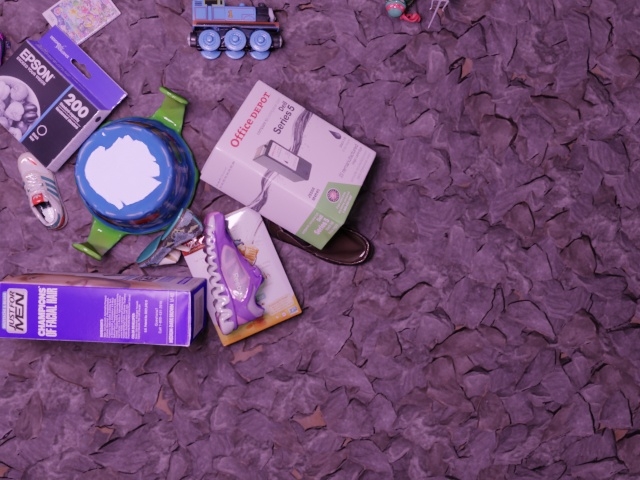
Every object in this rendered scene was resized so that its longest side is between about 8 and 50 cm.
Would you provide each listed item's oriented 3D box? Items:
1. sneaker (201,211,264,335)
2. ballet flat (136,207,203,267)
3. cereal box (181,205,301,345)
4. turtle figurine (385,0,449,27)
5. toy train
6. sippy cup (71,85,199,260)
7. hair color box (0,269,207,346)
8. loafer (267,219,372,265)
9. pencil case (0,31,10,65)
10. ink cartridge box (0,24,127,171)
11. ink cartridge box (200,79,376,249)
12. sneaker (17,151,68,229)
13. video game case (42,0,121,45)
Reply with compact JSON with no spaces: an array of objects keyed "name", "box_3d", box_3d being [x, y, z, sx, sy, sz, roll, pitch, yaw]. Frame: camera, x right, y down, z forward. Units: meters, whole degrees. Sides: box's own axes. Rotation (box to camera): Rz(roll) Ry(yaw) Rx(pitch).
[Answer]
[{"name":"sneaker","box_3d":[-0.163,0.057,1.473,0.104,0.095,0.236,-12,99,-11]},{"name":"ballet flat","box_3d":[-0.285,0.011,1.476,0.070,0.070,0.188,46,131,-7]},{"name":"cereal box","box_3d":[-0.162,0.066,1.538,0.173,0.047,0.240,-24,95,-4]},{"name":"turtle figurine","box_3d":[0.164,-0.526,1.517,0.175,0.118,0.234,14,75,-22]},{"name":"toy train","box_3d":[-0.167,-0.412,1.503,0.184,0.080,0.105,-1,87,-7]},{"name":"sippy cup","box_3d":[-0.347,-0.123,1.420,0.240,0.224,0.306,-7,93,-7]},{"name":"hair color box","box_3d":[-0.391,0.120,1.423,0.338,0.185,0.110,1,94,0]},{"name":"loafer","box_3d":[0.000,0.000,1.539,0.220,0.078,0.080,15,91,-7]},{"name":"pencil case","box_3d":[-0.669,-0.371,1.450,0.151,0.064,0.070,8,104,-7]},{"name":"ink cartridge box","box_3d":[-0.510,-0.274,1.460,0.206,0.045,0.208,43,90,5]},{"name":"ink cartridge box","box_3d":[-0.060,-0.144,1.468,0.272,0.115,0.198,31,55,-7]},{"name":"sneaker","box_3d":[-0.533,-0.095,1.473,0.057,0.075,0.161,-22,95,-5]},{"name":"video game case","box_3d":[-0.462,-0.439,1.498,0.122,0.011,0.087,-38,96,-4]}]
